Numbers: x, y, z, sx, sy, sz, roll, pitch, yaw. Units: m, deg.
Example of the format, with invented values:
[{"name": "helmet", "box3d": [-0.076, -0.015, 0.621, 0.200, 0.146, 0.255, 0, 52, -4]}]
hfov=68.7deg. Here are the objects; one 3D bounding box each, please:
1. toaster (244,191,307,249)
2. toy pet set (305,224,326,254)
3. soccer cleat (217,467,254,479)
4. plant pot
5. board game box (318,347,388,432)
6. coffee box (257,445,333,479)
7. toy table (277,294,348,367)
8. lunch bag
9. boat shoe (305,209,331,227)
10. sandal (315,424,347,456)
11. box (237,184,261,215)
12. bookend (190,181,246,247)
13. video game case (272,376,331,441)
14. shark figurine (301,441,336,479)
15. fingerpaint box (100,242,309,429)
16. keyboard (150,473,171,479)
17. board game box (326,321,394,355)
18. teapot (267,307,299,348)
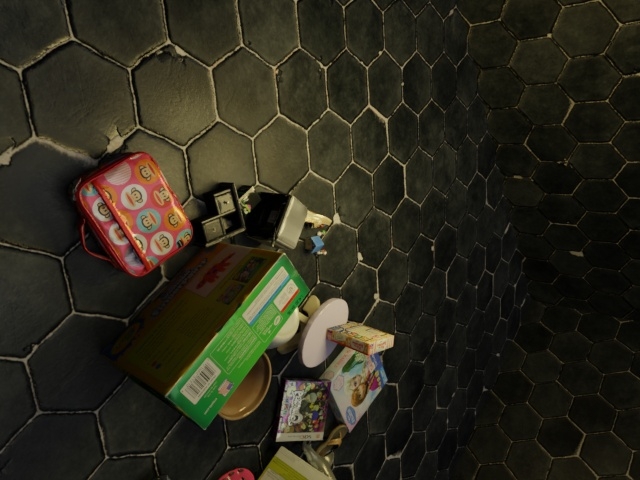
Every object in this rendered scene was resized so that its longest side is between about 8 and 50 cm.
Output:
[{"name": "toaster", "box3d": [-0.150, -0.060, 1.542, 0.110, 0.168, 0.186, 32, 73, -46]}, {"name": "toy pet set", "box3d": [0.000, 0.000, 1.791, 0.114, 0.065, 0.122, -12, 105, -46]}, {"name": "soccer cleat", "box3d": [-0.354, 0.888, 1.549, 0.143, 0.116, 0.331, -49, 168, 30]}, {"name": "plant pot", "box3d": [-0.284, 0.450, 1.530, 0.237, 0.109, 0.238, -11, 105, -47]}, {"name": "board game box", "box3d": [0.153, 0.615, 2.063, 0.318, 0.065, 0.319, -43, 126, -33]}, {"name": "coffee box", "box3d": [-0.068, 1.020, 1.662, 0.334, 0.338, 0.338, -49, 138, -29]}, {"name": "toy table", "box3d": [-0.034, 0.324, 1.741, 0.274, 0.160, 0.252, -45, 127, -32]}, {"name": "lunch bag", "box3d": [-0.500, -0.060, 1.211, 0.258, 0.120, 0.293, -41, 123, -30]}, {"name": "boat shoe", "box3d": [-0.031, -0.075, 1.752, 0.170, 0.063, 0.059, 17, 87, -38]}, {"name": "sandal", "box3d": [0.052, 0.861, 1.983, 0.180, 0.049, 0.072, -42, 125, -16]}, {"name": "box", "box3d": [-0.245, -0.130, 1.513, 0.083, 0.052, 0.062, -50, 131, -30]}, {"name": "bookend", "box3d": [-0.322, -0.080, 1.423, 0.156, 0.072, 0.157, -28, 116, -41]}, {"name": "video game case", "box3d": [-0.069, 0.648, 1.799, 0.210, 0.041, 0.232, 13, 84, -31]}, {"name": "shark figurine", "box3d": [0.002, 0.890, 1.918, 0.116, 0.166, 0.278, -32, 93, -23]}, {"name": "fingerpaint box", "box3d": [-0.307, 0.222, 1.272, 0.445, 0.370, 0.163, -52, 128, -29]}, {"name": "keyboard", "box3d": [-0.456, 0.861, 1.362, 0.201, 0.033, 0.317, -33, 91, -9]}, {"name": "board game box", "box3d": [0.141, 0.345, 1.673, 0.146, 0.193, 0.045, -4, 101, -45]}, {"name": "teapot", "box3d": [-0.209, 0.252, 1.531, 0.256, 0.187, 0.253, 41, 36, -24]}]
